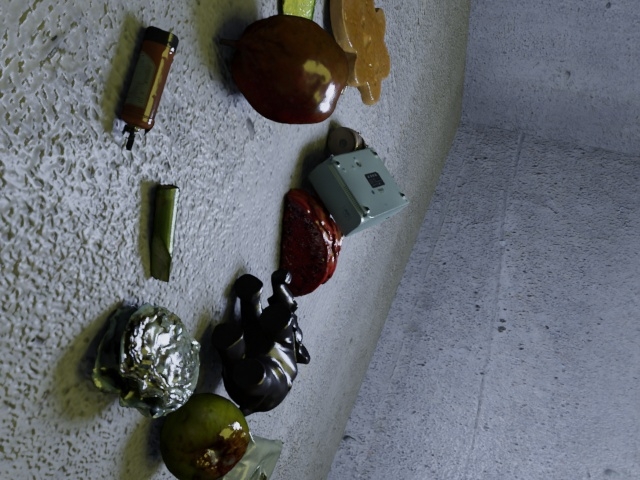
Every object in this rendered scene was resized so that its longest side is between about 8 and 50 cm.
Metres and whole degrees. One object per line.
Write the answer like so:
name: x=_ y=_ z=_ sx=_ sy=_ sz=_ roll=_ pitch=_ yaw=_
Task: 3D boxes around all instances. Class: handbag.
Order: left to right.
handbag: x=-0.208 y=0.636 z=1.612 sx=0.253 sy=0.109 sz=0.316 roll=-64 pitch=160 yaw=-16

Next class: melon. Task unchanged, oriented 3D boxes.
melon: x=-0.050 y=-0.482 z=1.243 sx=0.114 sy=0.053 sz=0.261 roll=-37 pitch=139 yaw=-50

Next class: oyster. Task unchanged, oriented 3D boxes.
oyster: x=-0.290 y=0.211 z=1.042 sx=0.267 sy=0.112 sz=0.198 roll=59 pitch=28 yaw=-56

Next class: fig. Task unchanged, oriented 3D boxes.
fig: x=-0.238 y=0.398 z=1.240 sx=0.191 sy=0.181 sz=0.180 roll=-114 pitch=-144 yaw=-79

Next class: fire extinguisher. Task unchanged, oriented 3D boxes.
fire extinguisher: x=-0.253 y=-0.216 z=0.867 sx=0.062 sy=0.050 sz=0.177 roll=14 pitch=-93 yaw=70

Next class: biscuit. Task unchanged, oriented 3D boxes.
biscuit: x=0.102 y=-0.532 z=1.563 sx=0.355 sy=0.052 sz=0.275 roll=56 pitch=46 yaw=-50

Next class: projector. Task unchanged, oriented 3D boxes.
projector: x=0.108 y=-0.140 z=1.628 sx=0.108 sy=0.198 sz=0.250 roll=-39 pitch=169 yaw=39

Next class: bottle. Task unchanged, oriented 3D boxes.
bottle: x=0.085 y=-0.279 z=1.740 sx=0.152 sy=0.099 sz=0.098 roll=-9 pitch=114 yaw=-72

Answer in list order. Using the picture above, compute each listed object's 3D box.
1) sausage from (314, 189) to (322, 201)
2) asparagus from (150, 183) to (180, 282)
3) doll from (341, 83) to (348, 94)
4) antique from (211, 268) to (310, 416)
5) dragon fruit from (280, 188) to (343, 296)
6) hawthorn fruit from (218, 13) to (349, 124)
sausage: x=0.035 y=-0.158 z=1.726 sx=0.179 sy=0.089 sz=0.089 roll=-42 pitch=144 yaw=-53
asparagus: x=-0.265 y=-0.008 z=1.010 sx=0.041 sy=0.045 sz=0.178 roll=-3 pitch=112 yaw=-36
doll: x=0.071 y=-0.454 z=1.663 sx=0.093 sy=0.051 sz=0.061 roll=-50 pitch=174 yaw=20
antique: x=-0.134 y=0.247 z=1.387 sx=0.255 sy=0.185 sz=0.322 roll=75 pitch=28 yaw=-50
dragon fruit: x=0.000 y=0.000 z=1.629 sx=0.205 sy=0.152 sz=0.316 roll=-48 pitch=148 yaw=-56
hawthorn fruit: x=-0.077 y=-0.319 z=1.102 sx=0.248 sy=0.208 sz=0.208 roll=9 pitch=96 yaw=-47
